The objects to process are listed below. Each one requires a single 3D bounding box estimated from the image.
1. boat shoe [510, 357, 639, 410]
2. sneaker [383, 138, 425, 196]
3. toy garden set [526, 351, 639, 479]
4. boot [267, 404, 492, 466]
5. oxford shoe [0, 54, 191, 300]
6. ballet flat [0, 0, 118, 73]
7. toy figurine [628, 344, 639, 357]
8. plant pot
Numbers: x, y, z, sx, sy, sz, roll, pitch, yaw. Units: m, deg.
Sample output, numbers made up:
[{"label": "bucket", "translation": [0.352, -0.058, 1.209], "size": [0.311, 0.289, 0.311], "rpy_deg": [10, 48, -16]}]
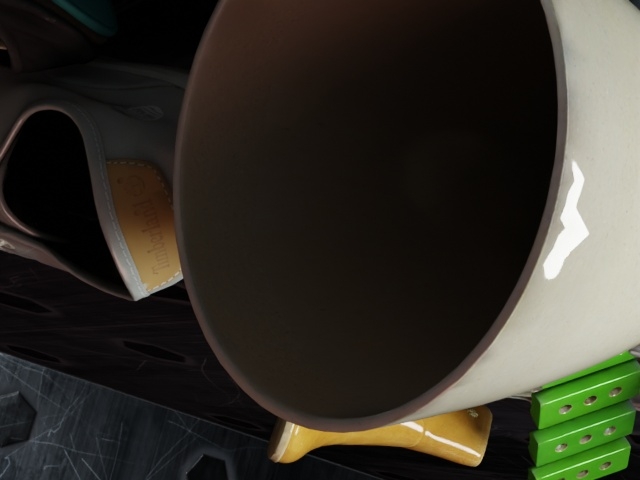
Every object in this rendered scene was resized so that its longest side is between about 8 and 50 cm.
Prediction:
[{"label": "boat shoe", "translation": [0.273, 0.158, 1.347], "size": [0.302, 0.103, 0.113], "rpy_deg": [18, 164, -13]}, {"label": "sneaker", "translation": [0.005, -0.063, 0.875], "size": [0.145, 0.090, 0.270], "rpy_deg": [30, 177, 7]}, {"label": "toy garden set", "translation": [0.298, 0.144, 1.219], "size": [0.203, 0.049, 0.244], "rpy_deg": [-17, 138, -9]}, {"label": "boot", "translation": [0.073, 0.182, 1.280], "size": [0.211, 0.104, 0.295], "rpy_deg": [28, -158, 3]}, {"label": "oxford shoe", "translation": [-0.206, -0.052, 0.852], "size": [0.449, 0.130, 0.169], "rpy_deg": [11, 125, 48]}, {"label": "ballet flat", "translation": [-0.200, -0.158, 0.658], "size": [0.096, 0.095, 0.280], "rpy_deg": [-20, 157, 6]}, {"label": "toy figurine", "translation": [0.318, 0.024, 0.787], "size": [0.213, 0.148, 0.209], "rpy_deg": [19, 170, -24]}, {"label": "plant pot", "translation": [0.108, -0.030, 0.646], "size": [0.274, 0.257, 0.256], "rpy_deg": [7, 173, -41]}]
